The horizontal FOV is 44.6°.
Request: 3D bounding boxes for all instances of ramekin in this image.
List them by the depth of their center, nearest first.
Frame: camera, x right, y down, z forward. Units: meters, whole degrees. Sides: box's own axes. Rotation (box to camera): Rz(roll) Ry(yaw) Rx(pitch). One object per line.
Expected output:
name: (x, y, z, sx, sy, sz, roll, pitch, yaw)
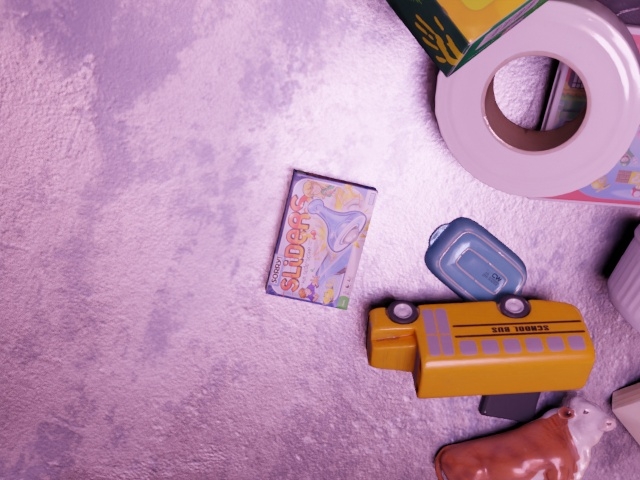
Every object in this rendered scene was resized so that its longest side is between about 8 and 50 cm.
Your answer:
ramekin: (0.571, 0.097, 1.202, 0.273, 0.273, 0.127, 28, 112, -11)

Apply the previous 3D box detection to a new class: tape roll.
tape roll: (0.310, -0.209, 1.117, 0.286, 0.100, 0.286, 10, 120, 17)

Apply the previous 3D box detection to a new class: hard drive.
hard drive: (0.333, 0.242, 1.334, 0.094, 0.022, 0.135, 11, 103, -8)

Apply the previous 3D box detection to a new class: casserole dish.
casserole dish: (0.258, 0.046, 1.270, 0.188, 0.037, 0.114, 38, 99, -14)

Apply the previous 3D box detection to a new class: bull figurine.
bull figurine: (0.351, 0.381, 1.300, 0.310, 0.101, 0.188, -20, 66, 16)

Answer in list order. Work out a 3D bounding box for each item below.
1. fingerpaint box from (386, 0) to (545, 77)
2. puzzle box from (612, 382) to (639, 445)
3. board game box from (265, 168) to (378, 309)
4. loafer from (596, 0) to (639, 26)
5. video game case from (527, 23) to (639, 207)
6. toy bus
fingerpaint box: (0.225, -0.487, 0.949, 0.445, 0.163, 0.371, -38, 89, -3)
puzzle box: (0.732, 0.290, 1.269, 0.409, 0.052, 0.272, -30, 107, 34)
board game box: (0.000, 0.000, 1.234, 0.136, 0.035, 0.201, 12, 103, -8)
loafer: (0.428, -0.370, 1.143, 0.302, 0.095, 0.109, 29, 128, -30)
video game case: (0.445, -0.185, 1.194, 0.204, 0.025, 0.285, 4, 120, -6)
toy bus: (0.243, 0.170, 1.231, 0.333, 0.130, 0.108, -3, 137, -3)
